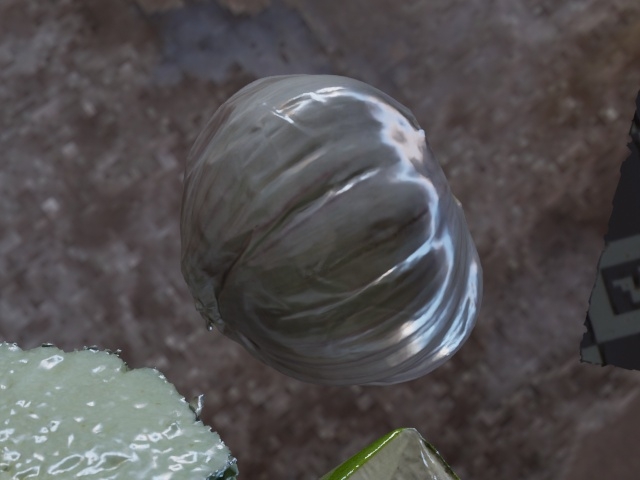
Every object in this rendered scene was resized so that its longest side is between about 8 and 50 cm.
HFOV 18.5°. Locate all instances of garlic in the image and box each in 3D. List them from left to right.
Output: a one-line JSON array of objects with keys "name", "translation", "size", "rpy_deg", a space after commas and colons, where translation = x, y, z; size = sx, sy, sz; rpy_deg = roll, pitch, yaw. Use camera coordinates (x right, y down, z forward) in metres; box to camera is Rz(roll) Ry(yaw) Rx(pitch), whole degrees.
[{"name": "garlic", "translation": [0.000, 0.000, 1.800], "size": [0.317, 0.259, 0.317], "rpy_deg": [155, -90, -86]}]

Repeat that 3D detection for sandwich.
[{"name": "sandwich", "translation": [-0.225, 0.202, 1.597], "size": [0.325, 0.262, 0.131], "rpy_deg": [4, -61, 7]}]

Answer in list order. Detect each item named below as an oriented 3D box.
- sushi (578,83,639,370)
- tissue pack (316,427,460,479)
[{"name": "sushi", "translation": [0.319, -0.046, 1.121], "size": [0.294, 0.059, 0.292], "rpy_deg": [11, -75, 8]}, {"name": "tissue pack", "translation": [-0.014, 0.287, 1.444], "size": [0.167, 0.200, 0.274], "rpy_deg": [50, -40, 3]}]
